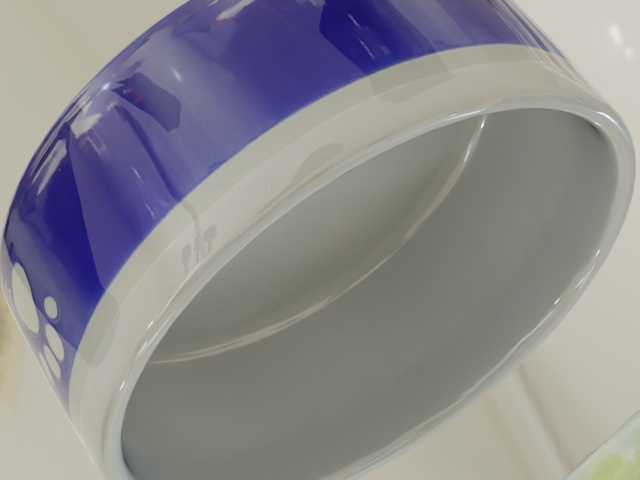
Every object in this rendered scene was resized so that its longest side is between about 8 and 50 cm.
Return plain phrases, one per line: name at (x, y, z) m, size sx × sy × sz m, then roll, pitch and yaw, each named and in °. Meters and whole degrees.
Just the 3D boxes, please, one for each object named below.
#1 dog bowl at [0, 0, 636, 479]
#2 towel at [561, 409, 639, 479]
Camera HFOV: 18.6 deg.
dog bowl at (0.000, 0.000, 0.846) m, size 0.104 × 0.265 × 0.265 m, roll 54°, pitch -173°, yaw 29°
towel at (0.094, 0.245, 0.420) m, size 0.090 × 0.320 × 0.374 m, roll 9°, pitch -137°, yaw -49°
